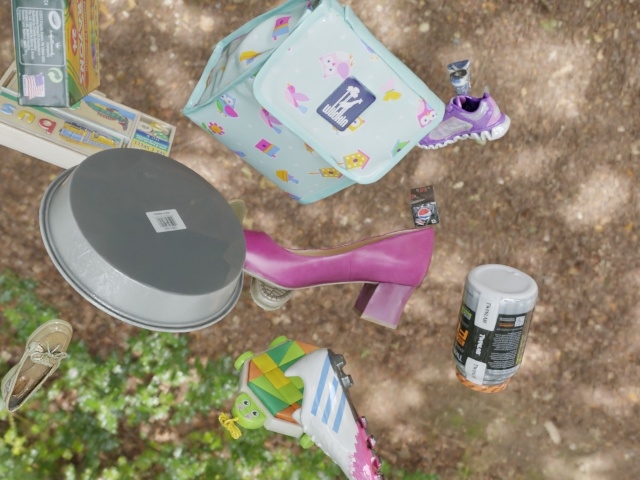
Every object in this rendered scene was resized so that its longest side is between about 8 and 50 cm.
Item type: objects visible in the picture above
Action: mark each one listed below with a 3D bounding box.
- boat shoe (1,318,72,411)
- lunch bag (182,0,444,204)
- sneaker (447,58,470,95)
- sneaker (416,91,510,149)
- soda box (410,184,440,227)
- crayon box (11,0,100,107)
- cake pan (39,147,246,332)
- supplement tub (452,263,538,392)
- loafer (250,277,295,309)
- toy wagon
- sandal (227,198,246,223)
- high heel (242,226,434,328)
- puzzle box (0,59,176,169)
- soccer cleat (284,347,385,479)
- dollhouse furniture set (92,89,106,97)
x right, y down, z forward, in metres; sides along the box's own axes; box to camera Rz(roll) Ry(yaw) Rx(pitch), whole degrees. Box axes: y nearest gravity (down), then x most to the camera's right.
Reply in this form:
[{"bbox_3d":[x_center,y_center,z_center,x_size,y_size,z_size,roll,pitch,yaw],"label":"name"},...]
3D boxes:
[{"bbox_3d":[-0.744,0.331,2.093,0.104,0.089,0.285,26,109,-32],"label":"boat shoe"},{"bbox_3d":[-0.005,-0.177,0.983,0.223,0.160,0.262,37,148,-28],"label":"lunch bag"},{"bbox_3d":[0.319,-0.370,1.815,0.052,0.135,0.058,-8,121,19],"label":"sneaker"},{"bbox_3d":[0.300,-0.276,1.779,0.236,0.095,0.105,-6,132,34],"label":"sneaker"},{"bbox_3d":[0.241,-0.081,1.843,0.060,0.169,0.053,-11,105,9],"label":"soda box"},{"bbox_3d":[-0.421,-0.341,1.303,0.081,0.318,0.202,1,109,-6],"label":"crayon box"},{"bbox_3d":[-0.221,-0.013,1.058,0.293,0.293,0.054,34,126,-11],"label":"cake pan"},{"bbox_3d":[0.464,0.240,2.145,0.193,0.193,0.316,13,117,15],"label":"supplement tub"},{"bbox_3d":[-0.117,0.101,1.899,0.101,0.268,0.092,29,112,-8],"label":"loafer"},{"bbox_3d":[-0.086,0.360,1.859,0.267,0.344,0.068,45,128,23],"label":"toy wagon"},{"bbox_3d":[-0.233,-0.032,1.702,0.088,0.079,0.240,-8,144,-31],"label":"sandal"},{"bbox_3d":[0.000,0.000,1.264,0.377,0.181,0.127,22,-177,-25],"label":"high heel"},{"bbox_3d":[-0.545,-0.254,1.811,0.408,0.272,0.052,21,125,-16],"label":"puzzle box"},{"bbox_3d":[0.026,0.390,1.639,0.143,0.331,0.116,-22,164,5],"label":"soccer cleat"},{"bbox_3d":[-0.741,-0.408,2.314,0.144,0.151,0.123,21,-164,-44],"label":"dollhouse furniture set"}]
